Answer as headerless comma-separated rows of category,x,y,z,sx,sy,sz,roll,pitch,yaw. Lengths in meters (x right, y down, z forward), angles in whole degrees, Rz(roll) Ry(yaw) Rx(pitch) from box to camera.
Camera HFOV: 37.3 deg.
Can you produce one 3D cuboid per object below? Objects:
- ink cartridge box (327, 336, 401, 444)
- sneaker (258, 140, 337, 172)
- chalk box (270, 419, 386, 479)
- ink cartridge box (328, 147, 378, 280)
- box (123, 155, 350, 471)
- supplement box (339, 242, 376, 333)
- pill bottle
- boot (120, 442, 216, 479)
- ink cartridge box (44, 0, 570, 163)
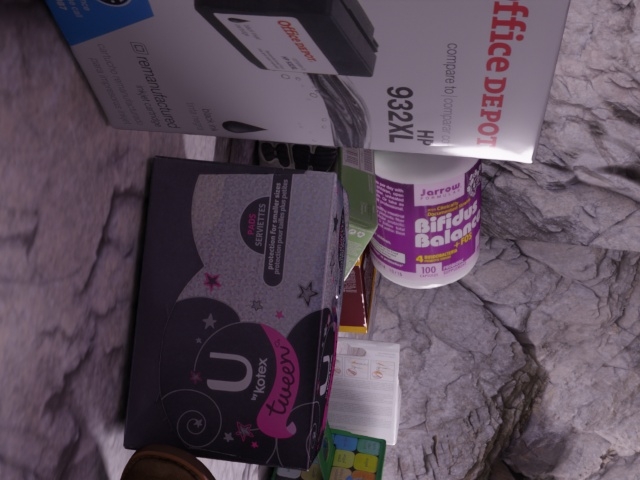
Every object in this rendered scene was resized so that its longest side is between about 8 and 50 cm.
ink cartridge box,0.042,0.240,1.601,0.066,0.189,0.232,-72,165,-59
sneaker,-0.046,-0.079,1.237,0.110,0.107,0.275,127,-22,-70
chalk box,0.011,0.429,1.572,0.180,0.179,0.289,-72,169,-58
ink cartridge box,0.000,0.000,1.259,0.171,0.056,0.235,-90,-157,-49
box,-0.066,0.062,0.833,0.142,0.163,0.247,28,68,-83
supplement box,0.016,0.011,1.503,0.194,0.129,0.191,81,15,-49
pill bottle,0.144,-0.090,1.344,0.169,0.169,0.301,-76,164,-46
boot,-0.136,0.313,0.770,0.115,0.112,0.305,-42,140,-63
ink cartridge box,-0.002,-0.165,0.598,0.223,0.307,0.129,79,18,-64
